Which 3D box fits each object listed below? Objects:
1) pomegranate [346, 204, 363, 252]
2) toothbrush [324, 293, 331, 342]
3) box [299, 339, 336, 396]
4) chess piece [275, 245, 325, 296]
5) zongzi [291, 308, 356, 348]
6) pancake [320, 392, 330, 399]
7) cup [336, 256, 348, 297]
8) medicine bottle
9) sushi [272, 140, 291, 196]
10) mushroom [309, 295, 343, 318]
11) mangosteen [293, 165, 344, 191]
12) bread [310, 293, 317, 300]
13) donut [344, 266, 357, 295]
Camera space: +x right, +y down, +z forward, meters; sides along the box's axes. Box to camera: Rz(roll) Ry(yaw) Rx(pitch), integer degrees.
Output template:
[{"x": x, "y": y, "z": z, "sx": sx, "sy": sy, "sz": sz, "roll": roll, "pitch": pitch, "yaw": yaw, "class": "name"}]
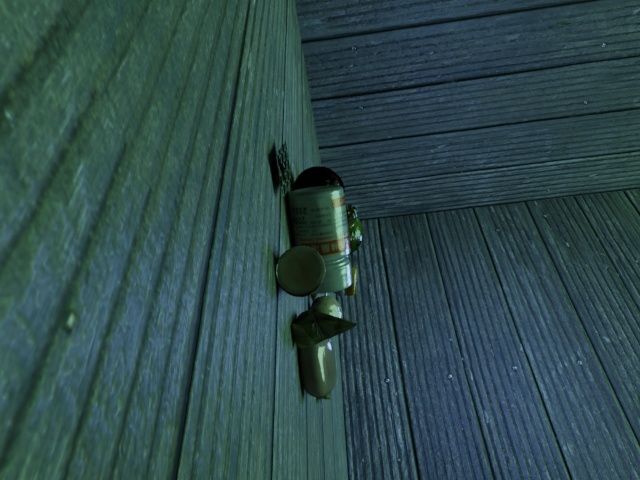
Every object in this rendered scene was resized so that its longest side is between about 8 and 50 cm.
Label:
[{"x": 0.088, "y": -0.045, "z": 1.836, "sx": 0.248, "sy": 0.202, "sz": 0.202, "roll": 109, "pitch": -17, "yaw": -50, "class": "pomegranate"}, {"x": 0.032, "y": 0.401, "z": 2.604, "sx": 0.040, "sy": 0.042, "sz": 0.418, "roll": -5, "pitch": 89, "yaw": -46, "class": "toothbrush"}, {"x": -0.007, "y": 0.425, "z": 1.531, "sx": 0.146, "sy": 0.088, "sz": 0.200, "roll": -11, "pitch": 92, "yaw": -57, "class": "box"}, {"x": -0.060, "y": 0.099, "z": 1.364, "sx": 0.261, "sy": 0.142, "sz": 0.143, "roll": 108, "pitch": -24, "yaw": -83, "class": "chess piece"}, {"x": 0.016, "y": 0.268, "z": 1.491, "sx": 0.205, "sy": 0.204, "sz": 0.094, "roll": -62, "pitch": 136, "yaw": -84, "class": "zongzi"}, {"x": 0.003, "y": 0.523, "z": 2.047, "sx": 0.305, "sy": 0.066, "sz": 0.427, "roll": 91, "pitch": -5, "yaw": -58, "class": "pancake"}, {"x": 0.045, "y": 0.109, "z": 2.233, "sx": 0.347, "sy": 0.162, "sz": 0.348, "roll": 2, "pitch": 90, "yaw": -81, "class": "cup"}, {"x": 0.003, "y": -0.009, "z": 1.672, "sx": 0.211, "sy": 0.210, "sz": 0.372, "roll": -74, "pitch": 157, "yaw": -79, "class": "medicine bottle"}, {"x": -0.130, "y": -0.232, "z": 1.446, "sx": 0.201, "sy": 0.031, "sz": 0.139, "roll": -79, "pitch": 163, "yaw": -65, "class": "sushi"}, {"x": 0.022, "y": 0.324, "z": 1.966, "sx": 0.127, "sy": 0.166, "sz": 0.166, "roll": -29, "pitch": -122, "yaw": 47, "class": "mushroom"}, {"x": -0.014, "y": -0.184, "z": 1.869, "sx": 0.250, "sy": 0.211, "sz": 0.212, "roll": 115, "pitch": -23, "yaw": -52, "class": "mangosteen"}, {"x": -0.049, "y": 0.110, "z": 1.976, "sx": 0.168, "sy": 0.163, "sz": 0.264, "roll": -90, "pitch": -156, "yaw": -59, "class": "bread"}, {"x": 0.146, "y": 0.197, "z": 2.204, "sx": 0.152, "sy": 0.058, "sz": 0.152, "roll": 4, "pitch": 90, "yaw": -83, "class": "donut"}]
